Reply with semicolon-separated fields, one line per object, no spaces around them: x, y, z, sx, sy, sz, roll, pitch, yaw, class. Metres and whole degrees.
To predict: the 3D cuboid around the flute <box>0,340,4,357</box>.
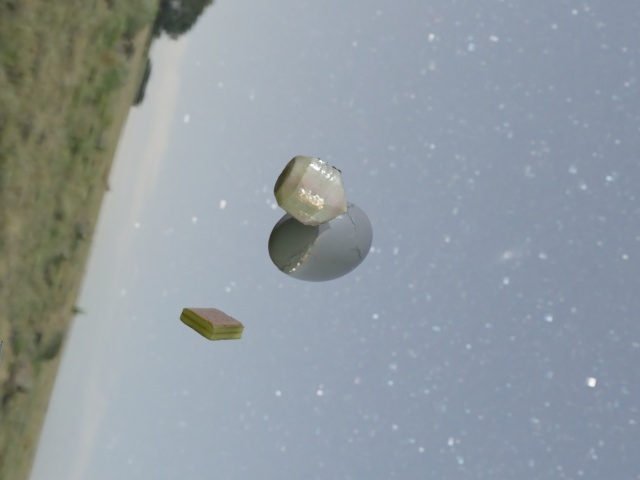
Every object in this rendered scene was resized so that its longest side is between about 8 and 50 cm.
-0.437;0.223;1.411;0.027;0.027;0.233;-95;-161;-57;flute

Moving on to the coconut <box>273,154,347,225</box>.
-0.009;-0.080;1.770;0.110;0.124;0.110;-53;-163;24;coconut

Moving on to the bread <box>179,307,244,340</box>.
-0.208;0.159;2.073;0.090;0.094;0.035;28;-77;34;bread

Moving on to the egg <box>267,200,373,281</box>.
0.000;0.000;1.884;0.146;0.198;0.146;33;-46;43;egg
